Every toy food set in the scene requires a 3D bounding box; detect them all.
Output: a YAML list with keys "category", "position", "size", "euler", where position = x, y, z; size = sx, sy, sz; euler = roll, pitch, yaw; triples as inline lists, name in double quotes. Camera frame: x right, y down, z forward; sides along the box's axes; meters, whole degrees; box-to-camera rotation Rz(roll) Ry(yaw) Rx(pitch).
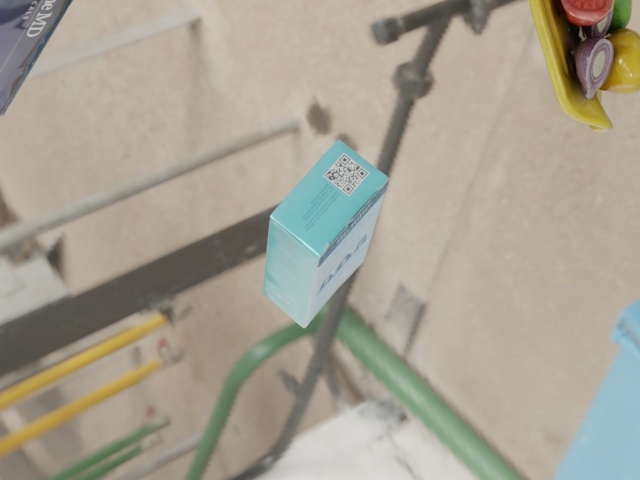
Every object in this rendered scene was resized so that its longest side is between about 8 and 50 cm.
- category: "toy food set"
  position: [0.191, -0.178, 1.039]
  size: [0.071, 0.128, 0.218]
  euler: [-7, 125, 25]

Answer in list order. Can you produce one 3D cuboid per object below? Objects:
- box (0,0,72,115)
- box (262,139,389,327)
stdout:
- category: "box"
  position: [-0.238, -0.147, 0.765]
  size: [0.153, 0.207, 0.108]
  euler: [-49, 59, 41]
- category: "box"
  position: [0.000, 0.000, 1.427]
  size: [0.060, 0.100, 0.244]
  euler: [39, 163, 9]
